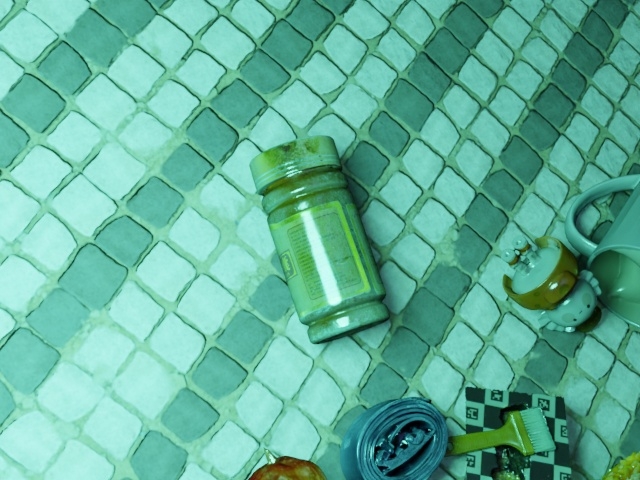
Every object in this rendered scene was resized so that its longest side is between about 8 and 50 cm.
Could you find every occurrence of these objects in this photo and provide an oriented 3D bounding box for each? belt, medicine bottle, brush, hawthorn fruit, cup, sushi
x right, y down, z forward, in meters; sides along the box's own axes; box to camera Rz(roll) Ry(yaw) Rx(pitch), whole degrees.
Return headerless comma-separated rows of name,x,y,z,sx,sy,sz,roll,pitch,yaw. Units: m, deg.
belt,0.126,0.337,1.664,0.190,0.082,0.141,-29,92,-29
medicine bottle,0.000,0.000,1.676,0.151,0.151,0.322,-13,79,-29
brush,0.297,0.344,1.745,0.218,0.010,0.082,-8,64,-15
hawthorn fruit,-0.044,0.418,1.512,0.174,0.173,0.179,26,64,-16
cup,0.663,-0.028,1.986,0.323,0.236,0.327,29,59,20
sushi,0.340,0.374,1.773,0.192,0.050,0.215,8,61,-7

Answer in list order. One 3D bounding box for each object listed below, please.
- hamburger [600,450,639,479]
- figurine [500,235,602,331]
hamburger,0.598,0.503,1.682,0.330,0.250,0.329,-2,79,13
figurine,0.435,0.087,1.885,0.271,0.143,0.143,37,57,-43
